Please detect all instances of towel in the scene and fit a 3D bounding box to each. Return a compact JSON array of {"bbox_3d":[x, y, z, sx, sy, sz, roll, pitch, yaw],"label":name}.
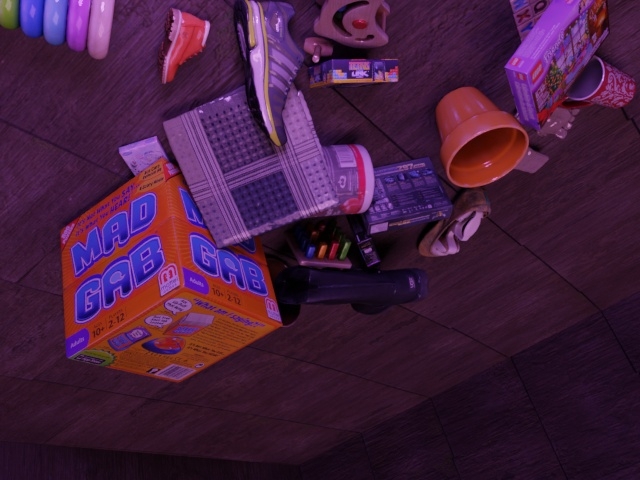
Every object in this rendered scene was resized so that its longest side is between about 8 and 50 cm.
[{"bbox_3d":[-0.150,-0.176,1.345,0.312,0.056,0.324,-20,105,4],"label":"towel"}]

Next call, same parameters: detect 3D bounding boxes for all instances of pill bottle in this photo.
[{"bbox_3d":[-0.043,-0.143,1.480,0.318,0.176,0.176,-5,144,-17],"label":"pill bottle"}]

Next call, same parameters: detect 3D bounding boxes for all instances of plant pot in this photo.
[{"bbox_3d":[0.372,-0.267,1.476,0.205,0.188,0.205,-12,145,-9],"label":"plant pot"},{"bbox_3d":[-0.216,0.190,1.873,0.230,0.215,0.215,-22,148,32],"label":"plant pot"}]

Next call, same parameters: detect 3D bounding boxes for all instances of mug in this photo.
[{"bbox_3d":[0.698,-0.396,1.534,0.169,0.113,0.150,4,-179,-34],"label":"mug"}]

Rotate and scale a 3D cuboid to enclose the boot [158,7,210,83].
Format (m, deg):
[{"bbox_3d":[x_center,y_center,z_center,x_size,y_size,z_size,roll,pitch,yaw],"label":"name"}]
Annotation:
[{"bbox_3d":[-0.268,-0.369,1.176,0.084,0.059,0.158,1,141,-32],"label":"boot"}]

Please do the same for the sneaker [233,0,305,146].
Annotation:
[{"bbox_3d":[-0.086,-0.331,1.205,0.121,0.111,0.300,-16,125,-15],"label":"sneaker"}]

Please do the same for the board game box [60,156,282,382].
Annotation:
[{"bbox_3d":[-0.369,0.092,1.489,0.356,0.356,0.356,-30,146,19],"label":"board game box"}]

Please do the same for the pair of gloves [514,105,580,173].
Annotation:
[{"bbox_3d":[0.580,-0.288,1.668,0.204,0.042,0.240,5,138,-24],"label":"pair of gloves"}]

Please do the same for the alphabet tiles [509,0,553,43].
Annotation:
[{"bbox_3d":[0.546,-0.512,1.368,0.198,0.009,0.237,-28,144,15],"label":"alphabet tiles"}]

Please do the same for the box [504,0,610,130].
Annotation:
[{"bbox_3d":[0.520,-0.414,1.305,0.293,0.057,0.201,-54,142,-6],"label":"box"}]

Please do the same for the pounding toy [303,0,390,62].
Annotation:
[{"bbox_3d":[0.067,-0.406,1.144,0.154,0.155,0.269,6,171,-13],"label":"pounding toy"}]

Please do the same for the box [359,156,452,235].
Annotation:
[{"bbox_3d":[0.211,-0.122,1.613,0.232,0.183,0.059,-13,146,-8],"label":"box"}]

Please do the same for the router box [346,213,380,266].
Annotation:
[{"bbox_3d":[0.110,-0.034,1.694,0.046,0.179,0.133,-22,145,4],"label":"router box"}]

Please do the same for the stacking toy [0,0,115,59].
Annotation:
[{"bbox_3d":[-0.511,-0.401,0.980,0.330,0.141,0.141,8,139,-21],"label":"stacking toy"}]

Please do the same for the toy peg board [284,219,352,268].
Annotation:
[{"bbox_3d":[0.000,0.000,1.731,0.160,0.161,0.079,6,118,-26],"label":"toy peg board"}]

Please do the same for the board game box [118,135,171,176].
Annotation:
[{"bbox_3d":[-0.403,-0.193,1.391,0.090,0.020,0.090,-17,148,0],"label":"board game box"}]

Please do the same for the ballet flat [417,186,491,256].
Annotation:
[{"bbox_3d":[0.419,-0.027,1.897,0.123,0.123,0.348,3,141,-27],"label":"ballet flat"}]

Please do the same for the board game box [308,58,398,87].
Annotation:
[{"bbox_3d":[0.065,-0.349,1.261,0.141,0.170,0.048,-4,101,-17],"label":"board game box"}]

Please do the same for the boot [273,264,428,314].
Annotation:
[{"bbox_3d":[0.055,0.162,1.879,0.445,0.146,0.367,-1,164,-33],"label":"boot"}]
